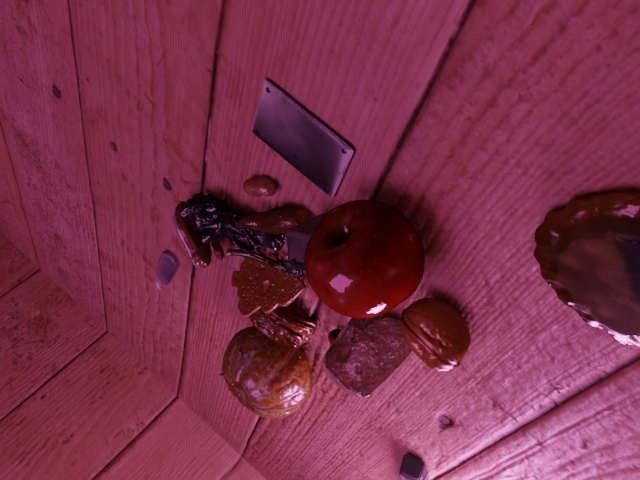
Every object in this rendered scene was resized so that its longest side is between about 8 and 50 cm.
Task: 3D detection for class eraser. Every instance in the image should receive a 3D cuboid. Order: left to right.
[{"bbox_3d":[0.330,0.850,2.191,0.089,0.061,0.352,18,139,37],"label":"eraser"}]

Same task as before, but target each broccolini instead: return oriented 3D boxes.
[{"bbox_3d":[-0.158,0.058,1.840,0.239,0.054,0.051,15,151,13],"label":"broccolini"}]

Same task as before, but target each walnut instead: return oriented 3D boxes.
[{"bbox_3d":[0.267,0.213,1.509,0.180,0.144,0.144,40,147,17],"label":"walnut"}]

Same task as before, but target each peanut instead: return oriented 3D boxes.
[{"bbox_3d":[-0.158,-0.139,1.687,0.113,0.054,0.054,9,132,44],"label":"peanut"}]

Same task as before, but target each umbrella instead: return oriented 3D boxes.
[{"bbox_3d":[-0.250,-0.027,1.847,0.336,0.128,0.154,29,141,21],"label":"umbrella"}]

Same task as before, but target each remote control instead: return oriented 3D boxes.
[{"bbox_3d":[-0.584,0.105,2.461,0.077,0.022,0.245,43,147,1],"label":"remote control"}]

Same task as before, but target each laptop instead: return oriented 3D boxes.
[{"bbox_3d":[-0.047,-0.231,1.491,0.269,0.015,0.188,40,147,10],"label":"laptop"}]

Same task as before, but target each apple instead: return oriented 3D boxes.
[{"bbox_3d":[0.094,0.040,1.406,0.260,0.260,0.216,6,149,45],"label":"apple"}]

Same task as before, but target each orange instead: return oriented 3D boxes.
[{"bbox_3d":[-0.180,0.440,2.156,0.329,0.249,0.329,32,141,31],"label":"orange"}]

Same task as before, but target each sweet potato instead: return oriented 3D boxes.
[{"bbox_3d":[-0.118,-0.056,1.702,0.243,0.077,0.077,3,128,37],"label":"sweet potato"}]

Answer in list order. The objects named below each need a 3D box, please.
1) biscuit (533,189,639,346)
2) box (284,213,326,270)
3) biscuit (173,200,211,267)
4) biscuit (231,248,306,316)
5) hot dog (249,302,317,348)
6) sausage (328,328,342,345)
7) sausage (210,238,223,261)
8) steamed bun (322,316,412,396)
[{"bbox_3d":[0.529,0.067,1.107,0.335,0.078,0.329,52,151,-5],"label":"biscuit"},{"bbox_3d":[0.000,0.000,1.560,0.124,0.172,0.093,11,118,41],"label":"box"},{"bbox_3d":[-0.397,-0.018,1.988,0.181,0.049,0.208,-95,-18,-68],"label":"biscuit"},{"bbox_3d":[-0.151,0.125,1.887,0.238,0.212,0.041,6,175,20],"label":"biscuit"},{"bbox_3d":[-0.144,0.222,1.997,0.272,0.122,0.196,38,153,9],"label":"hot dog"},{"bbox_3d":[0.065,0.292,1.889,0.094,0.059,0.054,16,128,40],"label":"sausage"},{"bbox_3d":[-0.342,-0.009,2.057,0.028,0.025,0.198,6,132,25],"label":"sausage"},{"bbox_3d":[0.110,0.295,1.687,0.170,0.225,0.200,50,149,-6],"label":"steamed bun"}]
